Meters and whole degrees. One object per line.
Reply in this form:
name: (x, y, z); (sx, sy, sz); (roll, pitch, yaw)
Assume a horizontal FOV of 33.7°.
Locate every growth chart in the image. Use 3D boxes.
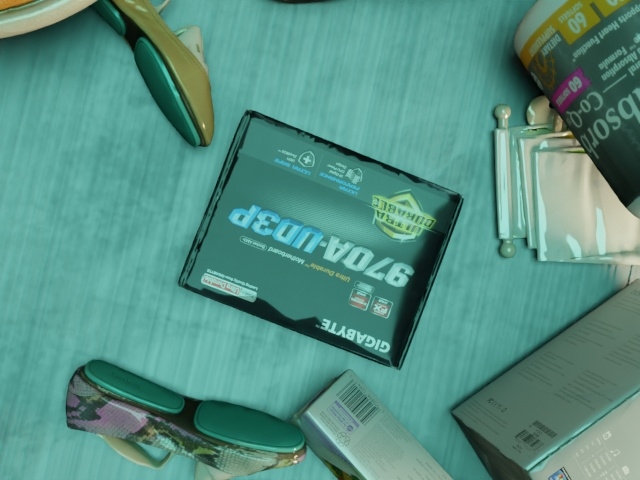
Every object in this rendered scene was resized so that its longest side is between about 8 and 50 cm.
growth chart: (0.279, -0.050, 1.034); (0.237, 0.021, 0.172); (7, 87, -7)

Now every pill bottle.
pill bottle: (0.311, -0.117, 0.944); (0.162, 0.162, 0.278); (-31, 78, -7)

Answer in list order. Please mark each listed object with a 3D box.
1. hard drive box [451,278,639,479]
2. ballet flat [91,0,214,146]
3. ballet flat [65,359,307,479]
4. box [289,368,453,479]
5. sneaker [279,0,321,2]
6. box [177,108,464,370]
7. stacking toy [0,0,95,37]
hard drive box: (0.258, 0.143, 0.940); (0.232, 0.181, 0.089); (-34, 103, -6)
ballet flat: (-0.149, -0.194, 0.955); (0.073, 0.080, 0.232); (-37, 94, -18)
ballet flat: (-0.124, 0.176, 0.953); (0.221, 0.077, 0.079); (18, 107, -1)
box: (0.105, 0.258, 0.950); (0.324, 0.063, 0.067); (46, 65, 4)
sneaker: (0.068, -0.297, 0.979); (0.262, 0.099, 0.121); (-5, 84, -9)
box: (0.000, 0.000, 0.980); (0.220, 0.051, 0.175); (22, 85, -7)
stacking toy: (-0.293, -0.389, 0.714); (0.351, 0.480, 0.350); (0, 71, 1)
